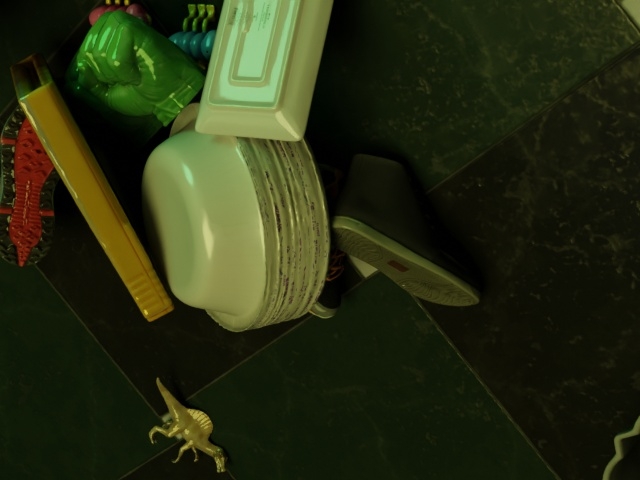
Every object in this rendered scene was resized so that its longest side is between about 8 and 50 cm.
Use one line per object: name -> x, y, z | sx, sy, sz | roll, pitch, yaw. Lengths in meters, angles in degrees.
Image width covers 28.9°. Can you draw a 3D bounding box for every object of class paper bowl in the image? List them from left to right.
paper bowl -> -0.117, -0.029, 1.499 | 0.284, 0.148, 0.284 | 35, 132, 51

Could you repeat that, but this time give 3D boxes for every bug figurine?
bug figurine -> -0.207, -0.327, 1.512 | 0.216, 0.072, 0.279 | 4, 118, 31

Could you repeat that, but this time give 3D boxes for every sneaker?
sneaker -> -0.415, -0.104, 1.746 | 0.125, 0.104, 0.262 | 45, 120, 60
sneaker -> 0.000, 0.000, 1.562 | 0.083, 0.084, 0.215 | 0, 115, 27
sneaker -> 0.116, -0.012, 1.488 | 0.222, 0.118, 0.083 | 31, 152, -23

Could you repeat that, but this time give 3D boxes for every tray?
tray -> -0.059, -0.247, 1.387 | 0.145, 0.030, 0.270 | 7, 80, 30

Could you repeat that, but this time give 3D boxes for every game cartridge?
game cartridge -> -0.287, -0.071, 1.571 | 0.323, 0.053, 0.285 | 62, 174, -22

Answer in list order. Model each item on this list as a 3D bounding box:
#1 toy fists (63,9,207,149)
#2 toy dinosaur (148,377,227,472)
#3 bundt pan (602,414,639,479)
toy fists -> -0.240, -0.193, 1.519 | 0.142, 0.096, 0.279 | 41, 163, -11
toy dinosaur -> -0.210, 0.279, 1.884 | 0.093, 0.053, 0.183 | -30, 106, 24
bundt pan -> 0.490, 0.274, 1.379 | 0.331, 0.124, 0.331 | 15, 124, 24
